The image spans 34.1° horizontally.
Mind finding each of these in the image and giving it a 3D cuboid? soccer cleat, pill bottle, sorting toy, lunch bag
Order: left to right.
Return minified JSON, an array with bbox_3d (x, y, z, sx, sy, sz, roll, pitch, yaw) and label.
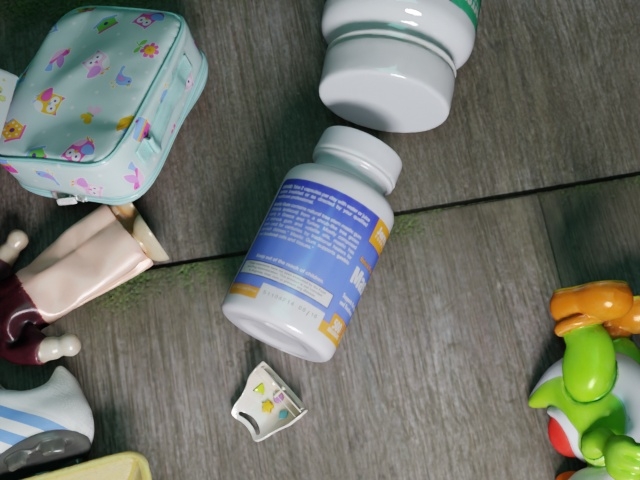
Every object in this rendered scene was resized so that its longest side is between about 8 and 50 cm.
[{"bbox_3d":[-0.432,0.252,1.258,0.331,0.116,0.143,-17,48,-1],"label":"soccer cleat"},{"bbox_3d":[-0.278,-0.172,1.348,0.224,0.108,0.279,9,61,22],"label":"lunch bag"},{"bbox_3d":[-0.068,0.206,1.290,0.075,0.045,0.083,-42,76,-4],"label":"sorting toy"},{"bbox_3d":[0.000,0.000,1.298,0.152,0.152,0.272,24,74,9],"label":"pill bottle"},{"bbox_3d":[0.115,-0.340,1.384,0.204,0.204,0.361,10,72,4],"label":"pill bottle"}]

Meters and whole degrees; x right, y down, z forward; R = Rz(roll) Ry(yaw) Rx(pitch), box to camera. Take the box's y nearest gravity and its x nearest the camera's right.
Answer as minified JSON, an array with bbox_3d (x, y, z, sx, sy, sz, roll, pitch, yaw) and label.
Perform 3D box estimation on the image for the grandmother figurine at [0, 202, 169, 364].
[{"bbox_3d":[-0.360,0.078,1.314,0.342,0.104,0.208,-34,46,-7],"label":"grandmother figurine"}]

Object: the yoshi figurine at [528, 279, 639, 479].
[{"bbox_3d":[0.366,0.232,1.196,0.204,0.203,0.362,2,74,-5],"label":"yoshi figurine"}]

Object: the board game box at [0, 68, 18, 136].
[{"bbox_3d":[-0.480,-0.047,1.263,0.097,0.224,0.303,21,60,-29],"label":"board game box"}]

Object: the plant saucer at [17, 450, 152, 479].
[{"bbox_3d":[-0.320,0.443,1.189,0.333,0.081,0.332,-15,74,-3],"label":"plant saucer"}]
